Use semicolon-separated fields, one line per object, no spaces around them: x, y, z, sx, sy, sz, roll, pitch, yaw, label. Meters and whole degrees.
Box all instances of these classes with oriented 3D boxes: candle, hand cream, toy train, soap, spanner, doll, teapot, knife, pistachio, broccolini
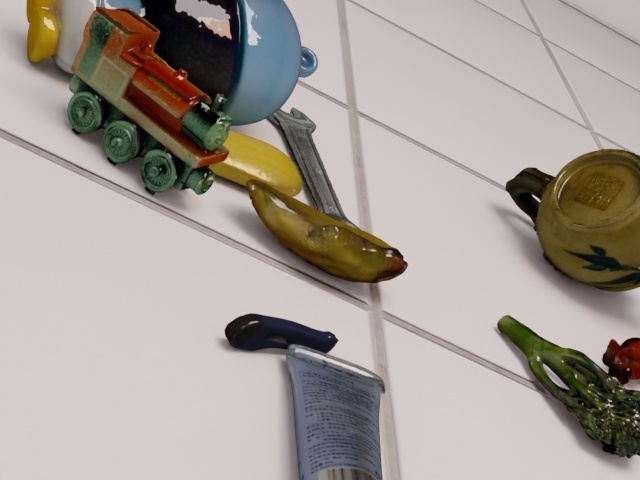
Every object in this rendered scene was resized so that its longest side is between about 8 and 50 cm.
0.419;0.135;1.439;0.329;0.051;0.048;6;24;-46;candle
0.017;0.149;0.918;0.088;0.055;0.256;19;23;-10;hand cream
-0.153;-0.122;1.158;0.176;0.118;0.074;38;27;18;toy train
-0.092;-0.088;1.270;0.169;0.033;0.089;21;24;-24;soap
-0.008;-0.074;1.371;0.071;0.017;0.302;19;26;-26;spanner
-0.144;-0.206;1.314;0.314;0.141;0.177;6;64;-26;doll
0.344;-0.010;1.533;0.269;0.173;0.182;20;-26;41;teapot
-0.028;0.079;1.033;0.121;0.031;0.018;17;27;-43;knife
0.000;0.000;1.193;0.173;0.049;0.089;26;5;-5;pistachio
0.245;0.127;1.225;0.091;0.068;0.202;-17;50;-36;broccolini
